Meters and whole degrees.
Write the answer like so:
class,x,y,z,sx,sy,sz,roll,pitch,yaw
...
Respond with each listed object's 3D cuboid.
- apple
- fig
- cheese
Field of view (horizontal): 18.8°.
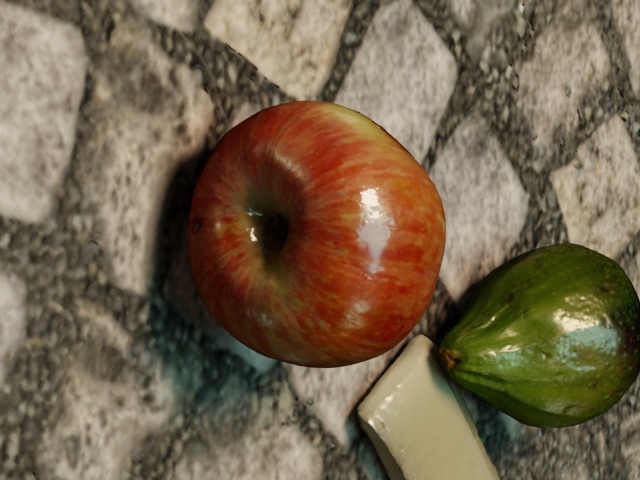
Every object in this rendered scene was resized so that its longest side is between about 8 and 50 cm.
class,x,y,z,sx,sy,sz,roll,pitch,yaw
apple,0.000,0.000,1.071,0.131,0.146,0.146,12,85,-56
fig,0.136,0.068,1.272,0.156,0.123,0.123,-14,106,-28
cheese,0.118,0.236,1.324,0.085,0.034,0.400,-54,132,-38
